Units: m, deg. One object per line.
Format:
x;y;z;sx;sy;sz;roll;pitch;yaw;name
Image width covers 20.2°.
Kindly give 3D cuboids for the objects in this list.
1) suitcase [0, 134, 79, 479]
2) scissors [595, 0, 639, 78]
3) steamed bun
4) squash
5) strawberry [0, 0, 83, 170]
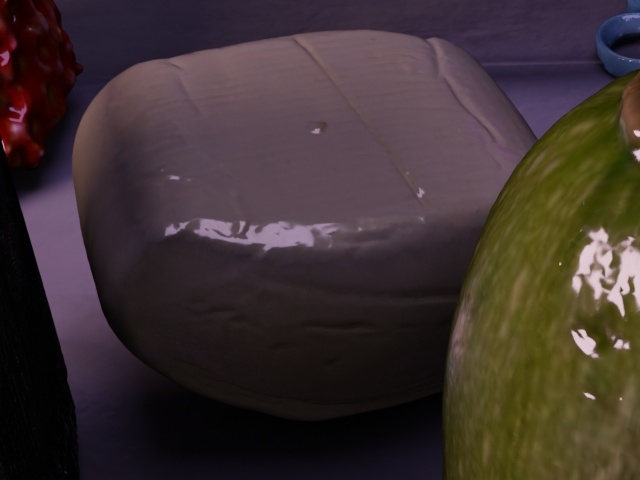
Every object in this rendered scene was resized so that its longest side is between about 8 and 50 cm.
-0.204;0.037;0.750;0.152;0.335;0.229;-9;38;0;suitcase
0.311;-0.124;1.168;0.256;0.030;0.125;16;43;27;scissors
0.000;0.000;0.930;0.250;0.154;0.200;-8;40;-16;steamed bun
0.194;0.056;0.712;0.310;0.308;0.310;-2;36;1;squash
-0.269;-0.128;1.110;0.234;0.178;0.234;-8;37;6;strawberry
